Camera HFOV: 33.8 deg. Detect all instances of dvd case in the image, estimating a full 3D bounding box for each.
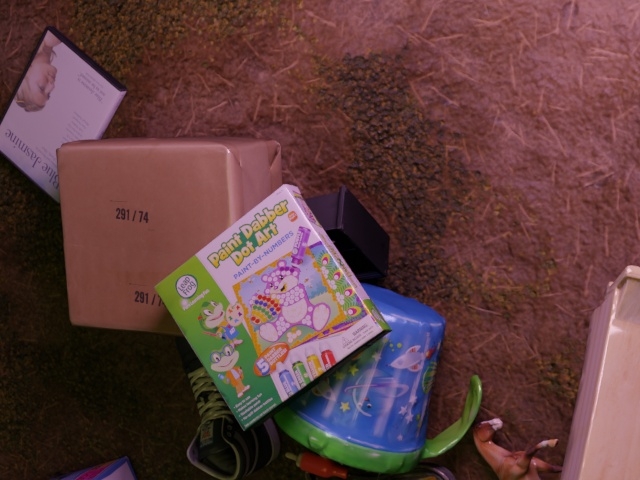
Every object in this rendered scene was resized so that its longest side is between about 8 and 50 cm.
[{"bbox_3d":[-0.452,-0.210,1.798,0.180,0.022,0.253,40,115,11],"label":"dvd case"}]

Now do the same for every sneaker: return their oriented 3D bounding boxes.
[{"bbox_3d":[-0.176,0.259,1.710,0.099,0.153,0.282,-31,88,28],"label":"sneaker"}]

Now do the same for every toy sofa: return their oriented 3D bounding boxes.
[{"bbox_3d":[0.413,0.232,1.355,0.150,0.177,0.363,15,69,6],"label":"toy sofa"}]

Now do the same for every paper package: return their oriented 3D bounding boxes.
[{"bbox_3d":[-0.232,-0.008,1.655,0.324,0.168,0.310,1,98,24],"label":"paper package"}]

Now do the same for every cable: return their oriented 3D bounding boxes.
[{"bbox_3d":[0.067,0.363,1.644,0.287,0.072,0.140,23,99,33],"label":"cable"}]

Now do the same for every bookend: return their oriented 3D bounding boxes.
[{"bbox_3d":[0.000,0.000,1.562,0.156,0.157,0.072,-10,57,26],"label":"bookend"}]

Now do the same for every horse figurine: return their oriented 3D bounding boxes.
[{"bbox_3d":[0.329,0.375,1.543,0.174,0.066,0.263,-21,102,49],"label":"horse figurine"}]

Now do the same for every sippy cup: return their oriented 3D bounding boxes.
[{"bbox_3d":[0.073,0.189,1.552,0.240,0.305,0.224,30,104,46],"label":"sippy cup"}]

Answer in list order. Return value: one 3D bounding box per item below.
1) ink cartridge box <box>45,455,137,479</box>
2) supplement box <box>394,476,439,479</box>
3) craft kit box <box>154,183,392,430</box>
[{"bbox_3d":[-0.488,0.583,1.932,0.395,0.151,0.270,-21,93,26],"label":"ink cartridge box"},{"bbox_3d":[0.154,0.401,1.658,0.098,0.036,0.062,-23,92,27],"label":"supplement box"},{"bbox_3d":[-0.069,0.093,1.464,0.250,0.061,0.247,-38,74,14],"label":"craft kit box"}]
